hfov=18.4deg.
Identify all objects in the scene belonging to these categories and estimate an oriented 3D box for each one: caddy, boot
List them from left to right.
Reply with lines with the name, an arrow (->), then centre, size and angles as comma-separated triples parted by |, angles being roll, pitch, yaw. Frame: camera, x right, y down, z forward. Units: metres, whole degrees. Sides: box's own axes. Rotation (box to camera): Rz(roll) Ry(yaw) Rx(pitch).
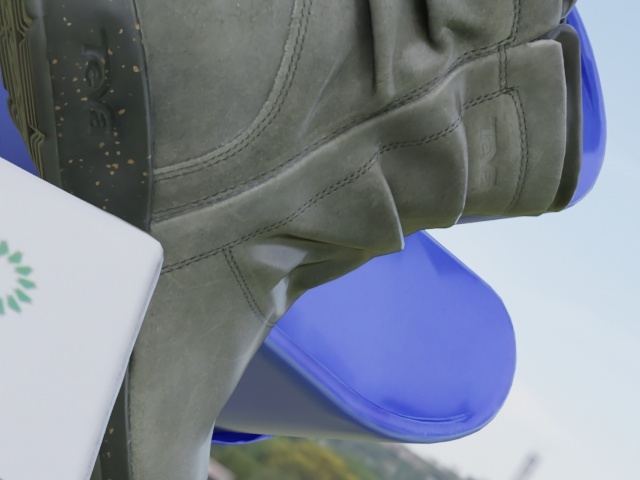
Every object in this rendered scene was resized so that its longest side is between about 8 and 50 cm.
caddy -> -0.040, -0.058, 0.811 | 0.179, 0.241, 0.341 | 1, -32, 44
boot -> 0.000, 0.000, 0.555 | 0.083, 0.161, 0.246 | -119, -156, -51

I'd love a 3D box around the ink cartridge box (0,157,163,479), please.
ink cartridge box -> -0.148, 0.100, 0.245 | 0.176, 0.371, 0.069 | 29, -48, -14
